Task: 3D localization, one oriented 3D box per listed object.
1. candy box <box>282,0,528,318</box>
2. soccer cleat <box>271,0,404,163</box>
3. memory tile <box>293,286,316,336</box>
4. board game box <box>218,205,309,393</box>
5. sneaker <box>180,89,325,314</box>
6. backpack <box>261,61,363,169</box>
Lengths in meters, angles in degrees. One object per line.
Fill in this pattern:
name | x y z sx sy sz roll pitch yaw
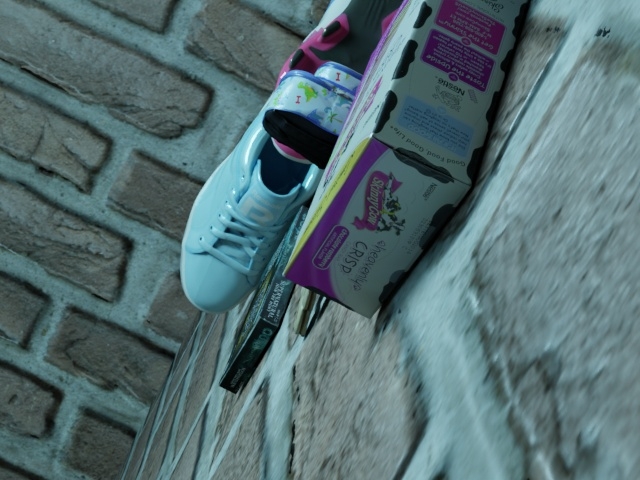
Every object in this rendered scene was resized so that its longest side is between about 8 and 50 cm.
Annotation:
candy box | 0.062 -0.085 1.006 0.159 0.071 0.233 -57 10 49
soccer cleat | 0.049 -0.203 1.578 0.143 0.116 0.331 87 -153 -68
memory tile | 0.000 0.000 1.322 0.113 0.012 0.148 107 177 -51
board game box | -0.055 0.064 1.652 0.126 0.026 0.186 -59 8 43
sneaker | -0.084 -0.054 1.905 0.366 0.135 0.150 -63 2 17
backpack | 0.008 -0.116 1.416 0.084 0.114 0.105 -66 5 -18
